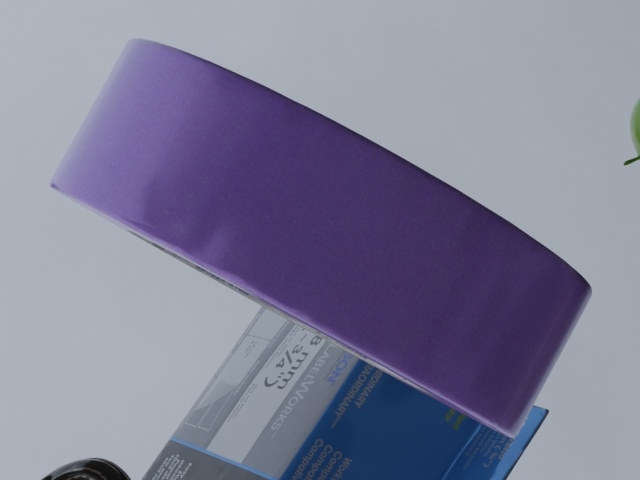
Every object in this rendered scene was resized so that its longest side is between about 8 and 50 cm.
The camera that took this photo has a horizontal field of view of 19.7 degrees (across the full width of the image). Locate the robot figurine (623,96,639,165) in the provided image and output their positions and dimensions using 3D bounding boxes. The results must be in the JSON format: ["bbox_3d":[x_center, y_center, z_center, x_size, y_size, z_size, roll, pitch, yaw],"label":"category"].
[{"bbox_3d":[0.215,-0.074,0.986,0.101,0.115,0.067,21,-148,-45],"label":"robot figurine"}]

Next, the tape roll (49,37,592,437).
[{"bbox_3d":[0.000,0.000,0.959,0.275,0.090,0.275,29,176,2],"label":"tape roll"}]

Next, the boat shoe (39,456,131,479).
[{"bbox_3d":[-0.255,0.309,1.382,0.112,0.335,0.095,36,179,13],"label":"boat shoe"}]

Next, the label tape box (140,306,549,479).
[{"bbox_3d":[-0.002,0.179,1.485,0.106,0.240,0.334,40,165,-23],"label":"label tape box"}]
